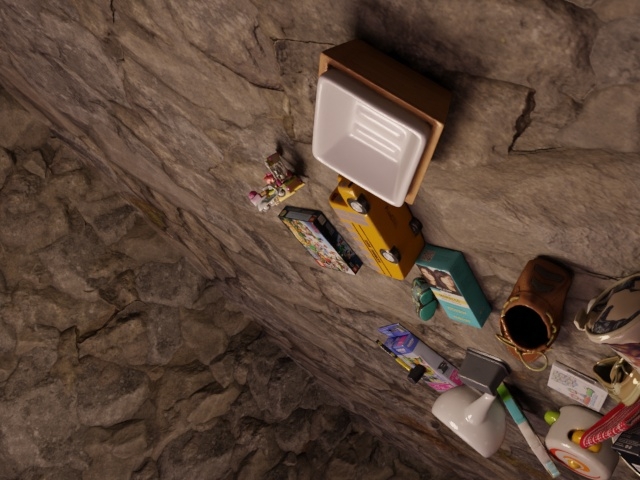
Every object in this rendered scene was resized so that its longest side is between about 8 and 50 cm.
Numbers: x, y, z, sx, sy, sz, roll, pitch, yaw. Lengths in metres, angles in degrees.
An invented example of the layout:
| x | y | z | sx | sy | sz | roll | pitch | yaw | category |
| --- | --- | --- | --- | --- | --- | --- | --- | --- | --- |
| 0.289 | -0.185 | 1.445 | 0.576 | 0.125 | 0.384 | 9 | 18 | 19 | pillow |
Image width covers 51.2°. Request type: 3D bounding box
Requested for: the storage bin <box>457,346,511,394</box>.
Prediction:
| x | y | z | sx | sy | sz | roll | pitch | yaw | category |
| --- | --- | --- | --- | --- | --- | --- | --- | --- | --- |
| 0.471 | 0.387 | 1.946 | 0.135 | 0.091 | 0.098 | 19 | 154 | 41 | storage bin |

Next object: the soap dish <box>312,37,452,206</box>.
| x | y | z | sx | sy | sz | roll | pitch | yaw | category |
| --- | --- | --- | --- | --- | --- | --- | --- | --- | --- |
| 0.102 | -0.202 | 1.175 | 0.229 | 0.118 | 0.291 | 32 | 160 | 10 | soap dish |

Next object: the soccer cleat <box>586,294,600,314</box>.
| x | y | z | sx | sy | sz | roll | pitch | yaw | category |
| --- | --- | --- | --- | --- | --- | --- | --- | --- | --- |
| 0.596 | 0.181 | 1.293 | 0.196 | 0.076 | 0.068 | 36 | 160 | -2 | soccer cleat |

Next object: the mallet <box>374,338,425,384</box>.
| x | y | z | sx | sy | sz | roll | pitch | yaw | category |
| --- | --- | --- | --- | --- | --- | --- | --- | --- | --- |
| 0.252 | 0.399 | 2.195 | 0.190 | 0.062 | 0.039 | 32 | 156 | 10 | mallet |

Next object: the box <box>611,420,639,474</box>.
| x | y | z | sx | sy | sz | roll | pitch | yaw | category |
| --- | --- | --- | --- | --- | --- | --- | --- | --- | --- |
| 0.769 | 0.459 | 1.487 | 0.156 | 0.158 | 0.093 | 44 | 166 | -5 | box |

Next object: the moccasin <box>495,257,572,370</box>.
| x | y | z | sx | sy | sz | roll | pitch | yaw | category |
| --- | --- | --- | --- | --- | --- | --- | --- | --- | --- |
| 0.450 | 0.185 | 1.436 | 0.139 | 0.147 | 0.380 | 30 | 159 | 17 | moccasin |

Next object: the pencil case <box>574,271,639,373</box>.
| x | y | z | sx | sy | sz | roll | pitch | yaw | category |
| --- | --- | --- | --- | --- | --- | --- | --- | --- | --- |
| 0.648 | 0.221 | 1.164 | 0.410 | 0.160 | 0.183 | 38 | 128 | -9 | pencil case |

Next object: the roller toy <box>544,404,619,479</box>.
| x | y | z | sx | sy | sz | roll | pitch | yaw | category |
| --- | --- | --- | --- | --- | --- | --- | --- | --- | --- |
| 0.727 | 0.563 | 1.840 | 0.191 | 0.146 | 0.209 | 41 | 159 | -14 | roller toy |

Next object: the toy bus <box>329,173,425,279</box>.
| x | y | z | sx | sy | sz | roll | pitch | yaw | category |
| --- | --- | --- | --- | --- | --- | --- | --- | --- | --- |
| 0.126 | -0.050 | 1.495 | 0.130 | 0.108 | 0.332 | 19 | 155 | 43 | toy bus |

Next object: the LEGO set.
| x | y | z | sx | sy | sz | roll | pitch | yaw | category |
| --- | --- | --- | --- | --- | --- | --- | --- | --- | --- |
| -0.121 | -0.152 | 1.681 | 0.107 | 0.132 | 0.287 | 57 | 180 | -8 | LEGO set |

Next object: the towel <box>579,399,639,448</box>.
| x | y | z | sx | sy | sz | roll | pitch | yaw | category |
| --- | --- | --- | --- | --- | --- | --- | --- | --- | --- |
| 0.662 | 0.358 | 1.426 | 0.031 | 0.199 | 0.275 | 49 | 165 | 21 | towel |

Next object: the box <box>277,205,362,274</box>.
| x | y | z | sx | sy | sz | roll | pitch | yaw | category |
| --- | --- | --- | --- | --- | --- | --- | --- | --- | --- |
| 0.000 | 0.000 | 1.906 | 0.159 | 0.044 | 0.233 | 11 | 149 | 49 | box |

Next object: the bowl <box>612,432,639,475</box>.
| x | y | z | sx | sy | sz | roll | pitch | yaw | category |
| --- | --- | --- | --- | --- | --- | --- | --- | --- | --- |
| 0.819 | 0.516 | 1.654 | 0.170 | 0.080 | 0.170 | 51 | 164 | 21 | bowl |

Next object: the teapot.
| x | y | z | sx | sy | sz | roll | pitch | yaw | category |
| --- | --- | --- | --- | --- | --- | --- | --- | --- | --- |
| 0.486 | 0.535 | 2.082 | 0.252 | 0.187 | 0.256 | 43 | 173 | -26 | teapot |

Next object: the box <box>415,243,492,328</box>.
| x | y | z | sx | sy | sz | roll | pitch | yaw | category |
| --- | --- | --- | --- | --- | --- | --- | --- | --- | --- |
| 0.324 | 0.113 | 1.608 | 0.101 | 0.060 | 0.244 | 16 | 152 | 44 | box |

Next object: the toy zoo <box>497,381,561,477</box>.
| x | y | z | sx | sy | sz | roll | pitch | yaw | category |
| --- | --- | --- | --- | --- | --- | --- | --- | --- | --- |
| 0.621 | 0.574 | 1.973 | 0.192 | 0.030 | 0.293 | 51 | -170 | -37 | toy zoo |

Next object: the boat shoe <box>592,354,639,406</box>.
| x | y | z | sx | sy | sz | roll | pitch | yaw | category |
| --- | --- | --- | --- | --- | --- | --- | --- | --- | --- |
| 0.632 | 0.282 | 1.397 | 0.089 | 0.104 | 0.285 | 42 | 172 | 19 | boat shoe |

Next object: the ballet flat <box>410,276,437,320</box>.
| x | y | z | sx | sy | sz | roll | pitch | yaw | category |
| --- | --- | --- | --- | --- | --- | --- | --- | --- | --- |
| 0.275 | 0.153 | 1.800 | 0.070 | 0.070 | 0.188 | 27 | 157 | 23 | ballet flat |

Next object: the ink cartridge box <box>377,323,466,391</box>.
| x | y | z | sx | sy | sz | roll | pitch | yaw | category |
| --- | --- | --- | --- | --- | --- | --- | --- | --- | --- |
| 0.332 | 0.399 | 2.249 | 0.311 | 0.065 | 0.186 | 40 | 160 | -6 | ink cartridge box |

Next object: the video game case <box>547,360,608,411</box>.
| x | y | z | sx | sy | sz | roll | pitch | yaw | category |
| --- | --- | --- | --- | --- | --- | --- | --- | --- | --- |
| 0.660 | 0.376 | 1.716 | 0.143 | 0.019 | 0.157 | 26 | 158 | 26 | video game case |
